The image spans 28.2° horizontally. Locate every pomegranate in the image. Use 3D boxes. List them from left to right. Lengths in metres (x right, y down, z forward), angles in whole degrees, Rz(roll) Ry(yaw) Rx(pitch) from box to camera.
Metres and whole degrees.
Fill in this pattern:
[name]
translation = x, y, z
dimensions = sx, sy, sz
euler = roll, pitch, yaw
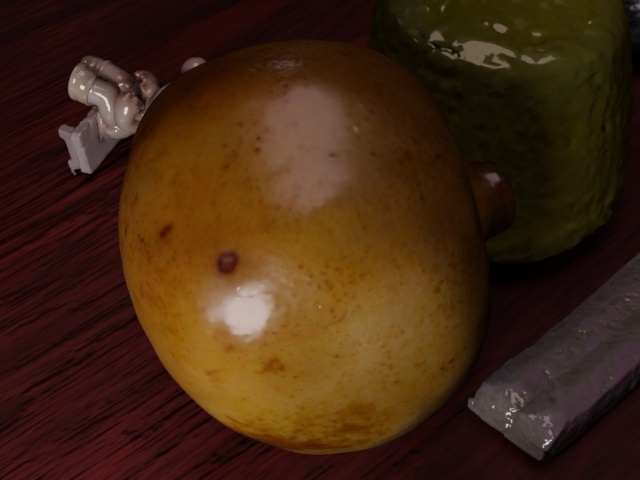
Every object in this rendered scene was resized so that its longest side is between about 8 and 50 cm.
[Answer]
[pomegranate]
translation = 0.000, 0.000, 1.257
dimensions = 0.417, 0.416, 0.416
euler = -2, 44, 1

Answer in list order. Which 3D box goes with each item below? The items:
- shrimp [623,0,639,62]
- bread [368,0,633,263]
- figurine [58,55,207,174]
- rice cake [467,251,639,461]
[shrimp]
translation = 0.352, -0.386, 1.790
dimensions = 0.172, 0.137, 0.372
euler = -6, 43, -27
[bread]
translation = 0.196, -0.178, 1.473
dimensions = 0.348, 0.307, 0.348
euler = -1, 41, 1
[figurine]
translation = -0.187, -0.141, 1.589
dimensions = 0.257, 0.144, 0.182
euler = 12, 26, 18
[rice cake]
translation = 0.293, 0.117, 1.348
dimensions = 0.298, 0.050, 0.106
euler = -34, 53, -29
